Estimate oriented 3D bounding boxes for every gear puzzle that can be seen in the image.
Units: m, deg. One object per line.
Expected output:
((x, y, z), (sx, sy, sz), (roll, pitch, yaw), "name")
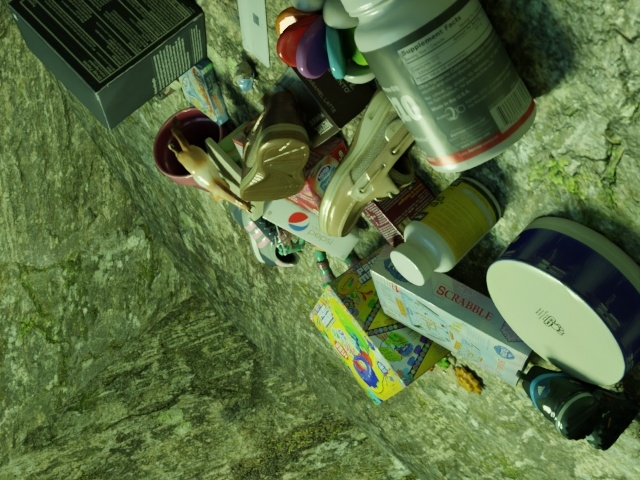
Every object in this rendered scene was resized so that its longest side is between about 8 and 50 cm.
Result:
((0.276, 0.302, 2.120), (0.339, 0.044, 0.175), (31, 156, 43), "gear puzzle")

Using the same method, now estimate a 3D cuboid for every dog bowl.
((0.392, 0.096, 1.312), (0.265, 0.104, 0.265), (43, 162, 17), "dog bowl")

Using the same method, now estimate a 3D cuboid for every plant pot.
((-0.305, -0.216, 2.184), (0.201, 0.201, 0.180), (38, 175, 30), "plant pot")

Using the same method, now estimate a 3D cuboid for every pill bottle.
((0.204, -0.013, 1.390), (0.103, 0.184, 0.103), (42, 161, 18), "pill bottle")
((0.145, -0.243, 1.081), (0.283, 0.161, 0.161), (55, 161, -20), "pill bottle")

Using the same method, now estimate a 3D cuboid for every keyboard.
((-0.127, -0.425, 1.594), (0.072, 0.014, 0.256), (38, 161, 16), "keyboard")

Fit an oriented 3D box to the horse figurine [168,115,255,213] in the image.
((-0.271, -0.164, 1.956), (0.263, 0.066, 0.174), (52, 172, -21), "horse figurine")

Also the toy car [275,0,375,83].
((0.004, -0.313, 1.307), (0.182, 0.136, 0.159), (36, 159, 33), "toy car")

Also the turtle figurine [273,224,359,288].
((0.000, 0.000, 2.031), (0.175, 0.118, 0.234), (-20, 120, 27), "turtle figurine")

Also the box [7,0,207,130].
((-0.455, -0.455, 1.833), (0.296, 0.294, 0.183), (45, 162, 12), "box")

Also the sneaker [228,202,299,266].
((-0.145, -0.045, 2.324), (0.131, 0.112, 0.319), (15, 149, 32), "sneaker")

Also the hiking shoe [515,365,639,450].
((0.454, 0.276, 1.454), (0.132, 0.113, 0.304), (44, -171, 38), "hiking shoe")

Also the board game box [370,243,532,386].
((0.258, 0.151, 1.619), (0.318, 0.066, 0.319), (29, 168, 17), "board game box")

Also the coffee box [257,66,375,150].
((-0.012, -0.255, 1.531), (0.141, 0.098, 0.246), (50, 163, -8), "coffee box")

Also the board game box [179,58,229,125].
((-0.295, -0.383, 2.034), (0.136, 0.035, 0.201), (39, 160, 27), "board game box")

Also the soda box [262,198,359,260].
((-0.021, -0.043, 1.885), (0.216, 0.069, 0.074), (28, -158, -14), "soda box")

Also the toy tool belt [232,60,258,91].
((-0.157, -0.337, 1.781), (0.051, 0.052, 0.083), (52, 165, 17), "toy tool belt")

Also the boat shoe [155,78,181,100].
((-0.453, -0.417, 2.057), (0.103, 0.092, 0.285), (48, -166, 29), "boat shoe")

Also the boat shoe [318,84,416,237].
((0.094, -0.115, 1.386), (0.110, 0.122, 0.341), (34, 133, 9), "boat shoe")

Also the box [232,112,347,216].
((-0.052, -0.167, 1.769), (0.257, 0.122, 0.128), (31, 156, 43), "box")

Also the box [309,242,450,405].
((0.142, 0.201, 1.948), (0.279, 0.177, 0.290), (52, 161, 10), "box")

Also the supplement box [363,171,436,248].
((0.142, -0.068, 1.553), (0.188, 0.104, 0.081), (49, 163, -3), "supplement box")

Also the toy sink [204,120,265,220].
((-0.167, -0.179, 2.006), (0.153, 0.131, 0.234), (45, 166, 16), "toy sink")

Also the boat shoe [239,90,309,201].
((-0.090, -0.169, 1.575), (0.342, 0.123, 0.123), (115, 150, -71), "boat shoe")
